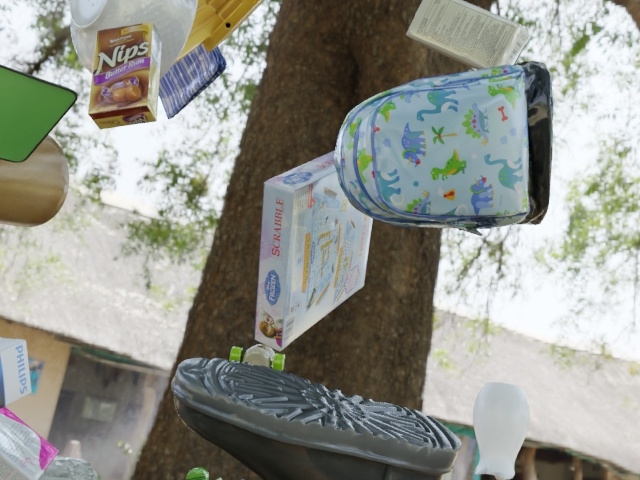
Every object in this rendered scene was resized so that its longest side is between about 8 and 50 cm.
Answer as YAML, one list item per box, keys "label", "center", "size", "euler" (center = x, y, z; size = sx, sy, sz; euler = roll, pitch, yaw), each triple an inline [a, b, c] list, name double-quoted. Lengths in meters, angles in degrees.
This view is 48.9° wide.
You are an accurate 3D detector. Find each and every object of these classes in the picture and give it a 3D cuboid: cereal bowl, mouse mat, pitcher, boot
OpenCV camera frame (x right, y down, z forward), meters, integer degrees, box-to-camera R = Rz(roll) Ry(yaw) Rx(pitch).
- label: "cereal bowl"
  center: [-0.407, -0.484, 1.433]
  size: [0.338, 0.339, 0.141]
  euler: [-8, -12, 41]
- label: "mouse mat"
  center: [-0.416, -0.161, 0.865]
  size: [0.152, 0.007, 0.189]
  euler: [-38, -31, 26]
- label: "pitcher"
  center: [0.413, 0.441, 1.614]
  size: [0.125, 0.207, 0.178]
  euler: [3, -21, 21]
- label: "boot"
  center: [-0.065, 0.398, 0.852]
  size: [0.366, 0.445, 0.146]
  euler: [19, 7, -12]

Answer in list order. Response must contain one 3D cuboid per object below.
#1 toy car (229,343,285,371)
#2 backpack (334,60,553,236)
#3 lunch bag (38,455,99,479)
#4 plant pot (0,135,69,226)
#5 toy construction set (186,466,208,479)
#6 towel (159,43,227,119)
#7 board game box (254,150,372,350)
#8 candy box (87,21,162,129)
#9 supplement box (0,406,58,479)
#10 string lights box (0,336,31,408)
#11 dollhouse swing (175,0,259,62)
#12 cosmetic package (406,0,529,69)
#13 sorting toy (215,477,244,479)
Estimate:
- label: "toy car"
  center: [-0.181, 0.371, 2.099]
  size: [0.155, 0.149, 0.188]
  euler: [9, 7, 3]
- label: "backpack"
  center: [0.199, -0.146, 1.164]
  size: [0.355, 0.290, 0.273]
  euler: [0, 12, 7]
- label: "lunch bag"
  center: [-0.710, 0.599, 1.668]
  size: [0.305, 0.213, 0.256]
  euler: [20, -41, -37]
- label: "plant pot"
  center: [-0.727, -0.141, 1.546]
  size: [0.237, 0.237, 0.254]
  euler: [4, 5, 15]
- label: "toy construction set"
  center: [-0.269, 0.503, 1.118]
  size: [0.257, 0.309, 0.237]
  euler: [48, -5, 12]
- label: "towel"
  center: [-0.438, -0.559, 2.201]
  size: [0.336, 0.243, 0.040]
  euler: [-30, -5, 42]
- label: "board game box"
  center: [0.000, 0.000, 1.340]
  size: [0.065, 0.319, 0.318]
  euler: [20, 29, 26]
- label: "candy box"
  center: [-0.343, -0.292, 1.242]
  size: [0.109, 0.187, 0.053]
  euler: [-7, -27, 7]
- label: "supplement box"
  center: [-0.663, 0.418, 1.422]
  size: [0.220, 0.114, 0.111]
  euler: [42, 15, -7]
- label: "string lights box"
  center: [-0.473, 0.178, 0.788]
  size: [0.133, 0.077, 0.259]
  euler: [4, 13, 24]
- label: "dollhouse swing"
  center: [-0.337, -0.660, 1.730]
  size: [0.315, 0.305, 0.347]
  euler: [-37, -77, 27]
- label: "cosmetic package"
  center: [0.417, -0.581, 1.995]
  size: [0.296, 0.153, 0.129]
  euler: [34, 15, 24]
- label: "sorting toy"
  center: [-0.322, 0.634, 1.583]
  size: [0.347, 0.047, 0.196]
  euler: [-19, 6, -31]
